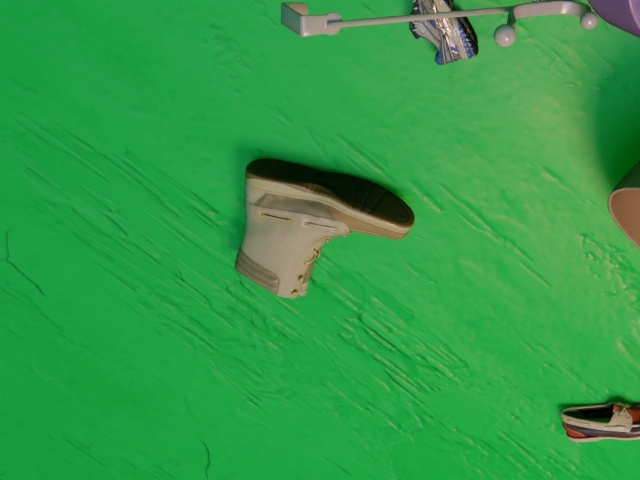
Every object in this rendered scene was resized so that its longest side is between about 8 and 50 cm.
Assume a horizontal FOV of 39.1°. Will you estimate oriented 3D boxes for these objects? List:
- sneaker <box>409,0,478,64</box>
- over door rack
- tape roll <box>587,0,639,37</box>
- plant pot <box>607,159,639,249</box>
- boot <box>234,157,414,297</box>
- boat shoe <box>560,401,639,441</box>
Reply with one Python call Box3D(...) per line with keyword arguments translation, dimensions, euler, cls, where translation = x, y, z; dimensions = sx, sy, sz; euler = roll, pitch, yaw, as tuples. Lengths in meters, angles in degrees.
Box3D(translation=(0.115, -0.245, 0.967), dimensions=(0.058, 0.052, 0.135), euler=(-22, 113, 27), cls="sneaker")
Box3D(translation=(0.126, -0.307, 0.837), dimensions=(0.324, 0.108, 0.239), euler=(-4, 118, -11), cls="over door rack")
Box3D(translation=(0.342, -0.276, 0.839), dimensions=(0.189, 0.080, 0.189), euler=(-10, 122, -16), cls="tape roll")
Box3D(translation=(0.470, -0.044, 0.915), dimensions=(0.284, 0.284, 0.191), euler=(37, 86, -11), cls="plant pot")
Box3D(translation=(0.000, 0.000, 1.119), dimensions=(0.213, 0.077, 0.165), euler=(16, 121, 7), cls="boot")
Box3D(translation=(0.390, 0.236, 1.200), dimensions=(0.137, 0.049, 0.043), euler=(-12, 115, 23), cls="boat shoe")
